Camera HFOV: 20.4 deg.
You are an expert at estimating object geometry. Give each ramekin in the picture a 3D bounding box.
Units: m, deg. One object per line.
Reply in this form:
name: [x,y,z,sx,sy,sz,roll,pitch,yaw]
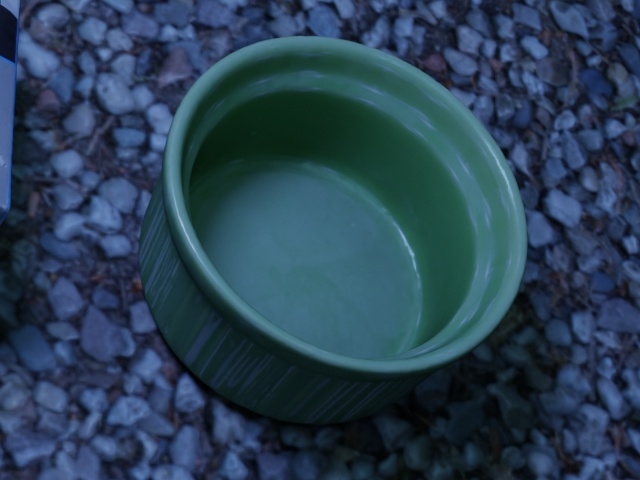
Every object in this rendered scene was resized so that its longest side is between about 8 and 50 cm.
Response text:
ramekin: [0.000,0.000,1.436,0.303,0.148,0.303,11,57,-18]

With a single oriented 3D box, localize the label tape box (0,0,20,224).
label tape box: [-0.395,-0.139,1.286,0.348,0.115,0.249,26,37,-29]
